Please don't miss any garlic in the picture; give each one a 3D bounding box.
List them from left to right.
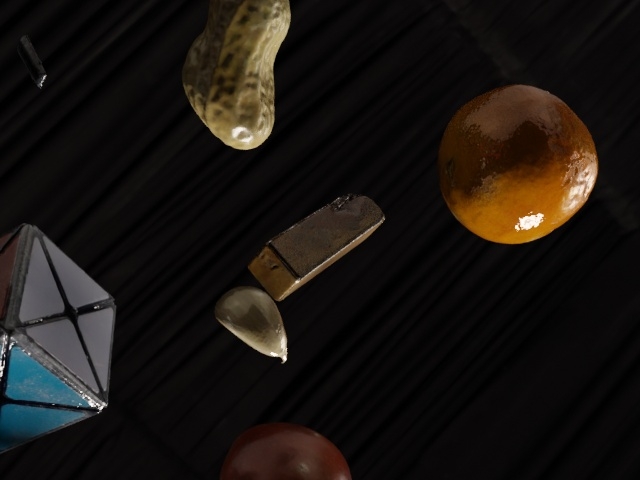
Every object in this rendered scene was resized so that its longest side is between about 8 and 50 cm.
[{"bbox_3d":[-0.183,0.219,2.470,0.245,0.145,0.164,39,151,27],"label":"garlic"}]

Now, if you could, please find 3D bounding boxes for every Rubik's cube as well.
[{"bbox_3d":[-0.516,0.170,1.542,0.260,0.259,0.255,48,-155,-41],"label":"Rubik's cube"}]

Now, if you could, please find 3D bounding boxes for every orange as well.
[{"bbox_3d":[0.314,-0.123,1.505,0.261,0.261,0.261,41,166,13],"label":"orange"}]

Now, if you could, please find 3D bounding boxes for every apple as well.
[{"bbox_3d":[-0.084,0.564,1.980,0.277,0.348,0.348,18,163,5],"label":"apple"}]

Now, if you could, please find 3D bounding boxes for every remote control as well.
[{"bbox_3d":[-0.481,-0.297,1.524,0.096,0.014,0.039,58,133,21],"label":"remote control"}]

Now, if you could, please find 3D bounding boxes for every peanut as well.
[{"bbox_3d":[-0.138,-0.294,1.468,0.159,0.291,0.143,9,-166,-2],"label":"peanut"}]

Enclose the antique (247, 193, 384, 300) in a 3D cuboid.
[{"bbox_3d":[0.000,0.000,1.766,0.093,0.310,0.087,49,134,7],"label":"antique"}]
